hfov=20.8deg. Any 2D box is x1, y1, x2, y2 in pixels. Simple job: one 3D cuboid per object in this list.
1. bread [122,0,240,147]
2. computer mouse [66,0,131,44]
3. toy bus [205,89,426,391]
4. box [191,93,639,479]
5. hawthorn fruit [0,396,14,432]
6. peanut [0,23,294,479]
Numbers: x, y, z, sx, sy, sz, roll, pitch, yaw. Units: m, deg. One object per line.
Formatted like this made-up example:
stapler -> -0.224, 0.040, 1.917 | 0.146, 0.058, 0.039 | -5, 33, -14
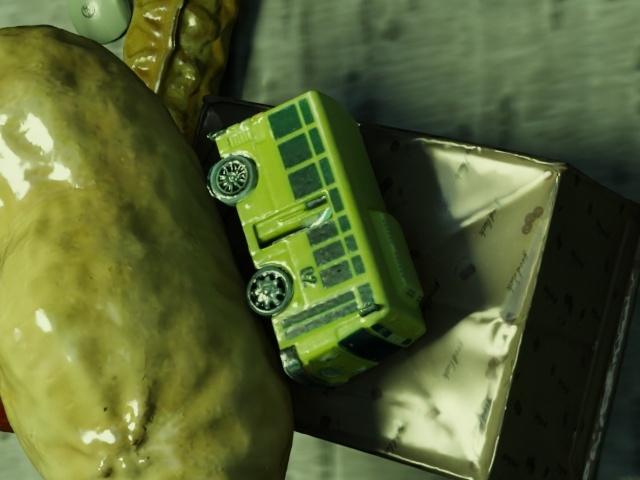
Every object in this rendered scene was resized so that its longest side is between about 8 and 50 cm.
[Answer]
bread -> -0.108, -0.194, 1.429 | 0.077, 0.084, 0.367 | -164, 86, -73
computer mouse -> -0.196, -0.224, 1.503 | 0.056, 0.032, 0.110 | -12, 78, 25
toy bus -> 0.000, 0.000, 1.129 | 0.101, 0.088, 0.175 | -24, 69, 14
box -> 0.053, 0.040, 1.253 | 0.297, 0.190, 0.225 | 13, 87, 28
hawthorn fruit -> -0.278, 0.005, 1.373 | 0.300, 0.254, 0.254 | 27, 96, 41
peanut -> -0.143, 0.030, 1.144 | 0.169, 0.192, 0.387 | -34, 67, 28
